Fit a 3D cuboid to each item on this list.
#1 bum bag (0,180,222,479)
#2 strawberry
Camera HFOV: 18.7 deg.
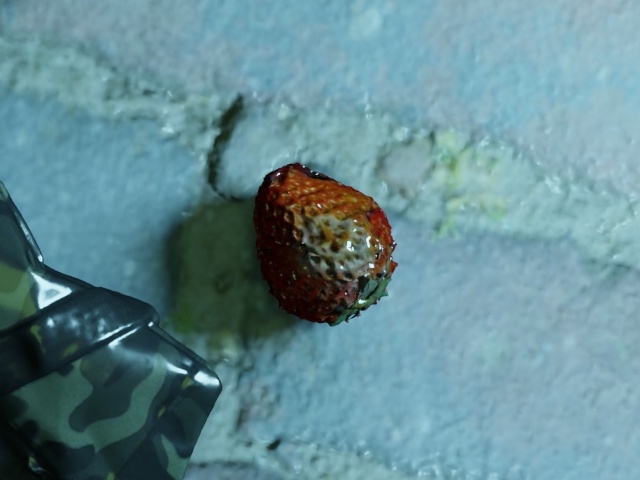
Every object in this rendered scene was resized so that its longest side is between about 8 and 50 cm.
[{"bbox_3d":[-0.192,0.032,1.080,0.144,0.095,0.340,-41,92,10],"label":"bum bag"},{"bbox_3d":[0.000,0.000,1.109,0.083,0.083,0.096,-27,84,-6],"label":"strawberry"}]
